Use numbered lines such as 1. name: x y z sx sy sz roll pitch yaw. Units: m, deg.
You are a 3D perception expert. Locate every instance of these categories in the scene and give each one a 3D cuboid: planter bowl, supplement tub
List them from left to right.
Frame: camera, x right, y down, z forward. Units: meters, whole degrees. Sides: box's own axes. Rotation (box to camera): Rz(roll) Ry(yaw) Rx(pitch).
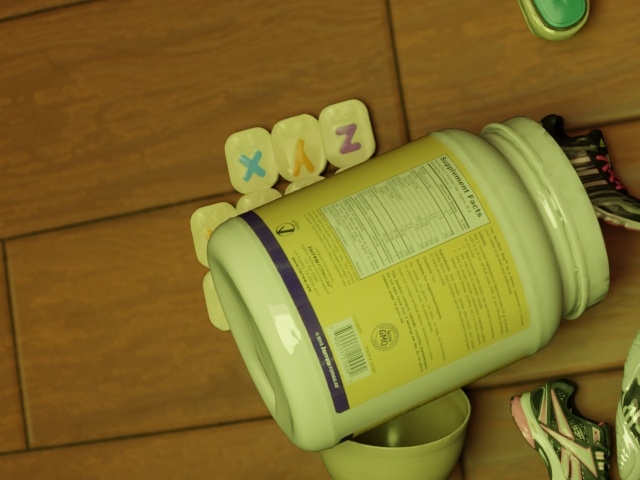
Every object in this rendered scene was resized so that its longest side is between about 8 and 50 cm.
1. planter bowl: 0.070 0.213 1.654 0.162 0.162 0.109 10 118 19
2. supplement tub: 0.083 0.035 1.555 0.331 0.241 0.241 -23 79 -11

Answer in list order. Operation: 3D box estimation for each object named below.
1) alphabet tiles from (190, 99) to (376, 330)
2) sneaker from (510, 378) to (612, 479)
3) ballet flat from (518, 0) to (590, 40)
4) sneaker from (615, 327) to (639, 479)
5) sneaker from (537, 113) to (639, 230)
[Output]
1. alphabet tiles: 0.000 0.000 1.747 0.284 0.021 0.278 -15 82 17
2. sneaker: 0.263 0.217 1.621 0.077 0.072 0.178 -34 78 12
3. ballet flat: 0.207 -0.320 1.659 0.086 0.086 0.248 -18 90 17
4. sneaker: 0.398 0.252 1.542 0.210 0.137 0.365 -2 91 18
5. sneaker: 0.276 -0.072 1.635 0.170 0.063 0.074 35 104 22
